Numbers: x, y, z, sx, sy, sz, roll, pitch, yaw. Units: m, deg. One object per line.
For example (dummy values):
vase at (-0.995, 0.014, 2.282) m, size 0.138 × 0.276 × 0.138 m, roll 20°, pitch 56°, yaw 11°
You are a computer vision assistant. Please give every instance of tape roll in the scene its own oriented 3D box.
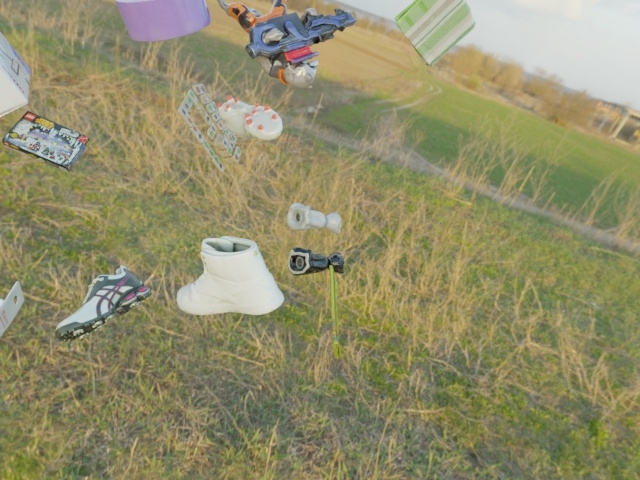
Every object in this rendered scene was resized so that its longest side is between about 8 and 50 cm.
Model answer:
tape roll at (-0.349, -0.519, 0.908) m, size 0.189 × 0.080 × 0.188 m, roll -5°, pitch 44°, yaw 4°

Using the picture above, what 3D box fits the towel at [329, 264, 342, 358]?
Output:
towel at (0.041, 0.192, 1.107) m, size 0.021 × 0.102 × 0.237 m, roll -4°, pitch 54°, yaw 2°

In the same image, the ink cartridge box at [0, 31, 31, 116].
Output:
ink cartridge box at (-0.658, -0.350, 0.790) m, size 0.086 × 0.148 × 0.203 m, roll -30°, pitch 49°, yaw -9°

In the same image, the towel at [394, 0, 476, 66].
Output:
towel at (0.209, -0.395, 0.730) m, size 0.152 × 0.113 × 0.023 m, roll 16°, pitch 42°, yaw -51°

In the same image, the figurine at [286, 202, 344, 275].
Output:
figurine at (0.000, 0.000, 1.233) m, size 0.092 × 0.214 × 0.210 m, roll -9°, pitch -10°, yaw 41°

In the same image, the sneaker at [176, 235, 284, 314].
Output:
sneaker at (-0.225, 0.068, 0.875) m, size 0.293 × 0.169 × 0.108 m, roll -7°, pitch 24°, yaw 31°

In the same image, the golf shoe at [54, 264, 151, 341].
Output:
golf shoe at (-0.577, 0.162, 1.050) m, size 0.120 × 0.105 × 0.273 m, roll 54°, pitch 25°, yaw -3°

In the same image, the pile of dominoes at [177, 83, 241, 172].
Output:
pile of dominoes at (-0.323, -0.351, 1.242) m, size 0.040 × 0.251 × 0.195 m, roll -10°, pitch 49°, yaw 18°

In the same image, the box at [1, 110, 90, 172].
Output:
box at (-0.603, -0.219, 0.897) m, size 0.137 × 0.027 × 0.093 m, roll 23°, pitch 59°, yaw -12°

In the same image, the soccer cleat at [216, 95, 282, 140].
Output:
soccer cleat at (-0.134, -0.230, 0.802) m, size 0.068 × 0.076 × 0.196 m, roll -42°, pitch 50°, yaw -17°

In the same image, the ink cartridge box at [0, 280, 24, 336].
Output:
ink cartridge box at (-0.614, 0.161, 0.706) m, size 0.067 × 0.115 × 0.198 m, roll 27°, pitch 52°, yaw -15°

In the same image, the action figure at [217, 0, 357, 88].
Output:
action figure at (-0.086, -0.558, 1.091) m, size 0.342 × 0.178 × 0.330 m, roll -23°, pitch 82°, yaw -26°
